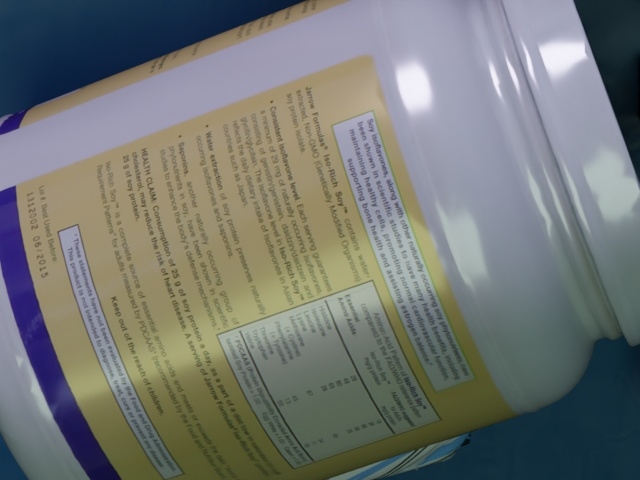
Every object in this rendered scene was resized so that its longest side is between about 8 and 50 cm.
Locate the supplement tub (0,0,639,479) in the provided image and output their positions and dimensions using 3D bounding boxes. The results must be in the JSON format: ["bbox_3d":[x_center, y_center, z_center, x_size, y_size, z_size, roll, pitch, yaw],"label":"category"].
[{"bbox_3d":[0.000,0.000,0.905,0.331,0.241,0.241,-19,115,11],"label":"supplement tub"}]

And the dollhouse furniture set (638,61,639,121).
[{"bbox_3d":[0.299,-0.152,0.908,0.262,0.135,0.259,-5,128,4],"label":"dollhouse furniture set"}]

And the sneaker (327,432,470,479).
[{"bbox_3d":[0.035,0.118,1.053,0.237,0.085,0.086,-35,122,21],"label":"sneaker"}]
